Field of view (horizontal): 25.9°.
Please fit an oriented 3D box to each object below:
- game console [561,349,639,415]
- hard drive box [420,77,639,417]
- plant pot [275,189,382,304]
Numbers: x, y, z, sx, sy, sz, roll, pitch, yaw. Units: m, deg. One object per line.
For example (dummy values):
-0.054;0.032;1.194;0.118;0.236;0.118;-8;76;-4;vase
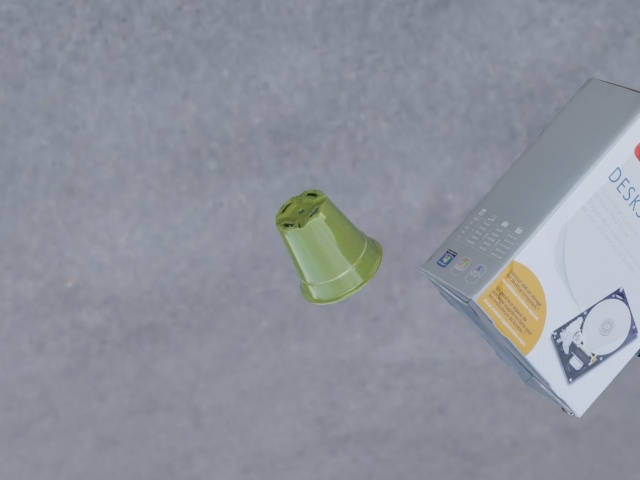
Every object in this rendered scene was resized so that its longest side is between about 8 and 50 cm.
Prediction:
0.453;0.101;1.740;0.250;0.173;0.293;-40;149;-32;game console
0.231;0.005;1.220;0.232;0.089;0.181;-49;122;-6;hard drive box
0.000;0.000;1.225;0.083;0.083;0.079;-21;126;19;plant pot
